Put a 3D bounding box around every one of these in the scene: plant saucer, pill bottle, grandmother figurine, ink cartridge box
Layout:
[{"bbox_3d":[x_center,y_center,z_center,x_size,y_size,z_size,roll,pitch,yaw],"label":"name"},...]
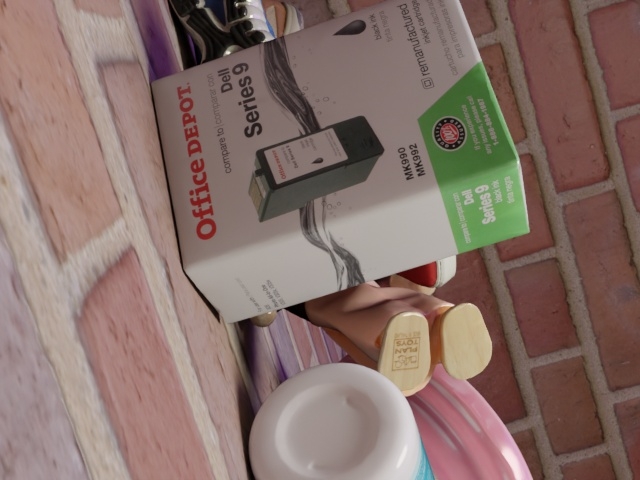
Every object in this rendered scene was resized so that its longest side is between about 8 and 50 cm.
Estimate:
[{"bbox_3d":[0.096,0.278,1.130,0.332,0.084,0.332,30,-49,41],"label":"plant saucer"},{"bbox_3d":[0.036,0.238,0.948,0.264,0.146,0.146,70,5,-48],"label":"pill bottle"},{"bbox_3d":[0.017,0.064,1.070,0.342,0.207,0.104,25,-71,61],"label":"grandmother figurine"},{"bbox_3d":[0.013,-0.075,0.908,0.121,0.289,0.211,61,12,-59],"label":"ink cartridge box"}]

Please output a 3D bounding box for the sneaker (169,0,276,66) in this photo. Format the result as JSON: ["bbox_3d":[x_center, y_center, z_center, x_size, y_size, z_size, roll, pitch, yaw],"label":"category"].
[{"bbox_3d":[-0.082,-0.188,1.206,0.147,0.129,0.330,58,16,-68],"label":"sneaker"}]

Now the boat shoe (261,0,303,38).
[{"bbox_3d":[-0.101,-0.227,1.380,0.116,0.123,0.324,32,37,-29],"label":"boat shoe"}]

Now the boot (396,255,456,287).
[{"bbox_3d":[0.000,0.000,0.988,0.244,0.176,0.088,34,-42,48],"label":"boot"}]
